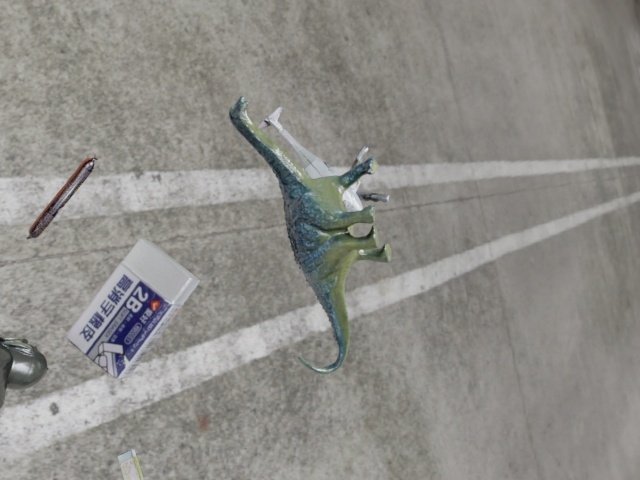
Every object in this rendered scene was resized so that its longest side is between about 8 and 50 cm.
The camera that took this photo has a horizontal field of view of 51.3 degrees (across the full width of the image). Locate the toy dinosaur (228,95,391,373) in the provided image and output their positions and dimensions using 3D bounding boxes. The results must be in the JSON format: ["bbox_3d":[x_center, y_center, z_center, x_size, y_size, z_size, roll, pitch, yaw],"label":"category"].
[{"bbox_3d":[0.009,-0.005,0.787,0.076,0.147,0.363,-55,132,-61],"label":"toy dinosaur"}]

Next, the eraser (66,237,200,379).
[{"bbox_3d":[-0.318,0.116,1.140,0.210,0.124,0.068,-53,168,-1],"label":"eraser"}]

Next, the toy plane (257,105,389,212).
[{"bbox_3d":[-0.010,-0.144,1.179,0.273,0.181,0.107,67,12,14],"label":"toy plane"}]

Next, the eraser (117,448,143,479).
[{"bbox_3d":[-0.414,0.503,1.457,0.083,0.038,0.019,65,7,25],"label":"eraser"}]

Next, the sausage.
[{"bbox_3d":[-0.473,-0.078,1.220,0.025,0.028,0.198,39,88,-8],"label":"sausage"}]

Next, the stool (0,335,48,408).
[{"bbox_3d":[-0.474,0.201,0.878,0.227,0.153,0.139,6,96,-34],"label":"stool"}]
